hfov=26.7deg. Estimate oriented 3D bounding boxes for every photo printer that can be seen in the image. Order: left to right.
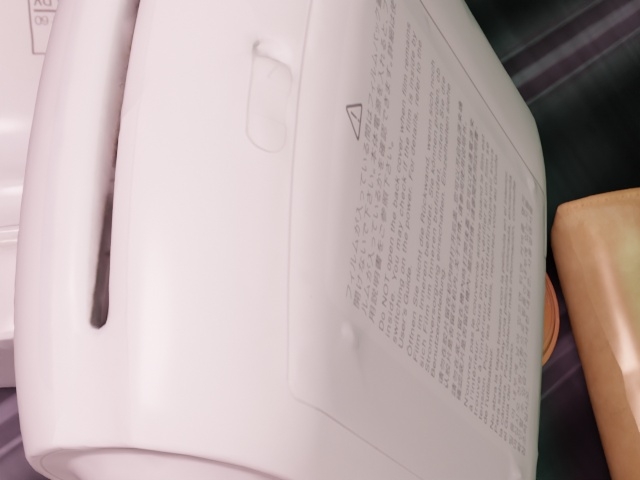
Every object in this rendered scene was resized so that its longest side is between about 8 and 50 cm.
[{"bbox_3d":[0.000,0.000,0.522,0.307,0.107,0.256,42,49,-58],"label":"photo printer"}]

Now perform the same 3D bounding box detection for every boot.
[{"bbox_3d":[0.153,0.109,0.670,0.236,0.089,0.270,1,72,-34],"label":"boot"}]

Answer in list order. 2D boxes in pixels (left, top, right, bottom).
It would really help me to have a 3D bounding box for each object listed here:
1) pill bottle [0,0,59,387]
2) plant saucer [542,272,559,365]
[{"bbox_3d":[-0.123,-0.061,0.559,0.131,0.131,0.229,0,73,-27],"label":"pill bottle"},{"bbox_3d":[0.090,0.033,0.704,0.083,0.013,0.084,9,69,-25],"label":"plant saucer"}]
